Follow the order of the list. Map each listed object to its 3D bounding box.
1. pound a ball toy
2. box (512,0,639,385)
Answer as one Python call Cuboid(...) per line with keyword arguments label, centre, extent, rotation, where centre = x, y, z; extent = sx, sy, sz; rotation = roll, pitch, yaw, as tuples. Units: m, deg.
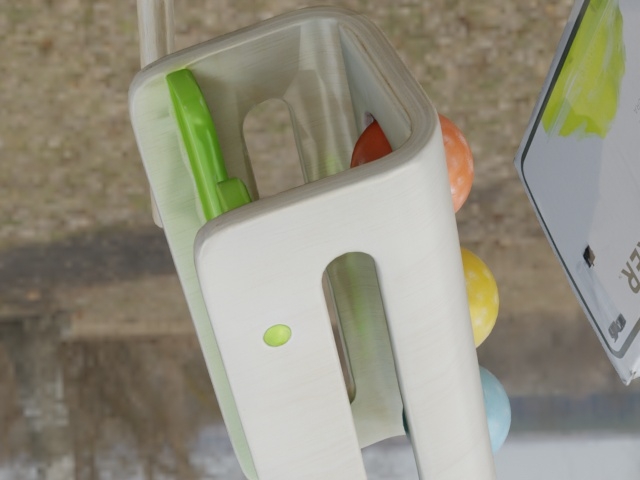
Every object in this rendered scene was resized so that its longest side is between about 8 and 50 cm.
Cuboid(label="pound a ball toy", centre=(0.000, 0.000, 0.780), extent=(0.135, 0.208, 0.319), rotation=(-19, 131, -8))
Cuboid(label="box", centre=(0.216, -0.069, 0.498), extent=(0.290, 0.087, 0.169), rotation=(-19, 157, -13))
